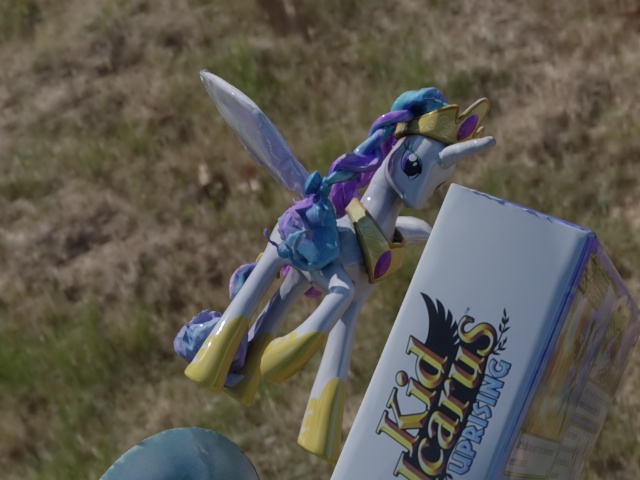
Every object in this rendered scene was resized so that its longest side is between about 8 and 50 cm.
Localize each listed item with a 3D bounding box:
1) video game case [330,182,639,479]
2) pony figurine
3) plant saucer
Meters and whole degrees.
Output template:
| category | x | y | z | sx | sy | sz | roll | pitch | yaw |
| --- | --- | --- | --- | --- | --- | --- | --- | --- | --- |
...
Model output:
| category | x | y | z | sx | sy | sz | roll | pitch | yaw |
| --- | --- | --- | --- | --- | --- | --- | --- | --- | --- |
| video game case | 0.063 | 0.121 | 0.636 | 0.061 | 0.269 | 0.244 | 22 | 87 | 19 |
| pony figurine | 0.000 | 0.000 | 1.446 | 0.363 | 0.302 | 0.351 | -61 | 31 | -4 |
| plant saucer | -0.096 | 0.233 | 1.041 | 0.037 | 0.195 | 0.195 | 7 | 45 | 44 |
